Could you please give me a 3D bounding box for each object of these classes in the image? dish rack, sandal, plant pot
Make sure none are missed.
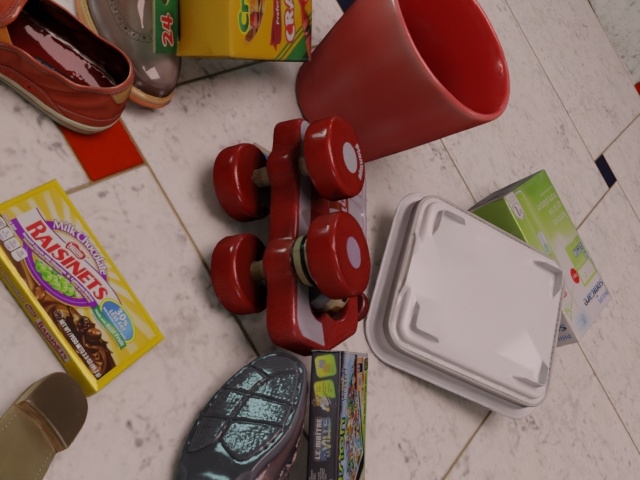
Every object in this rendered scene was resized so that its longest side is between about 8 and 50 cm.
[{"bbox_3d":[0.244,0.094,1.096,0.333,0.072,0.285,26,67,-19],"label":"dish rack"},{"bbox_3d":[-0.282,0.193,0.589,0.088,0.079,0.240,58,18,-9],"label":"sandal"},{"bbox_3d":[0.111,-0.254,1.100,0.275,0.243,0.274,24,54,-37],"label":"plant pot"}]

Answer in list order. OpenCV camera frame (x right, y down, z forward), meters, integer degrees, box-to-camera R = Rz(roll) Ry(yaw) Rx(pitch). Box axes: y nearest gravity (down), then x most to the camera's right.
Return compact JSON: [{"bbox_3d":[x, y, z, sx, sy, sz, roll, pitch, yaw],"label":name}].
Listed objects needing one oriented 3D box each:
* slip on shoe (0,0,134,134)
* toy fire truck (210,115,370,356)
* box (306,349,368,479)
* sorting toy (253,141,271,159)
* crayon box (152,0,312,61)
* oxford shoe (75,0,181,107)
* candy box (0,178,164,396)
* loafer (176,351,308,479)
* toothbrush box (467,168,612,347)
[{"bbox_3d":[-0.337,-0.234,0.737,0.331,0.101,0.123,33,50,-28],"label":"slip on shoe"},{"bbox_3d":[0.000,0.000,0.924,0.254,0.169,0.302,33,50,-55],"label":"toy fire truck"},{"bbox_3d":[0.020,0.233,0.830,0.114,0.036,0.206,27,64,-68],"label":"box"},{"bbox_3d":[-0.063,-0.097,1.010,0.083,0.012,0.062,29,50,-32],"label":"sorting toy"},{"bbox_3d":[-0.099,-0.332,0.919,0.318,0.081,0.202,-33,126,-65],"label":"crayon box"},{"bbox_3d":[-0.217,-0.343,0.889,0.130,0.133,0.363,5,69,-45],"label":"oxford shoe"},{"bbox_3d":[-0.253,0.045,0.728,0.205,0.027,0.105,57,38,-7],"label":"candy box"},{"bbox_3d":[-0.091,0.255,0.745,0.302,0.109,0.095,-62,149,-41],"label":"loafer"},{"bbox_3d":[0.395,0.037,1.330,0.206,0.122,0.283,-27,91,-49],"label":"toothbrush box"}]
